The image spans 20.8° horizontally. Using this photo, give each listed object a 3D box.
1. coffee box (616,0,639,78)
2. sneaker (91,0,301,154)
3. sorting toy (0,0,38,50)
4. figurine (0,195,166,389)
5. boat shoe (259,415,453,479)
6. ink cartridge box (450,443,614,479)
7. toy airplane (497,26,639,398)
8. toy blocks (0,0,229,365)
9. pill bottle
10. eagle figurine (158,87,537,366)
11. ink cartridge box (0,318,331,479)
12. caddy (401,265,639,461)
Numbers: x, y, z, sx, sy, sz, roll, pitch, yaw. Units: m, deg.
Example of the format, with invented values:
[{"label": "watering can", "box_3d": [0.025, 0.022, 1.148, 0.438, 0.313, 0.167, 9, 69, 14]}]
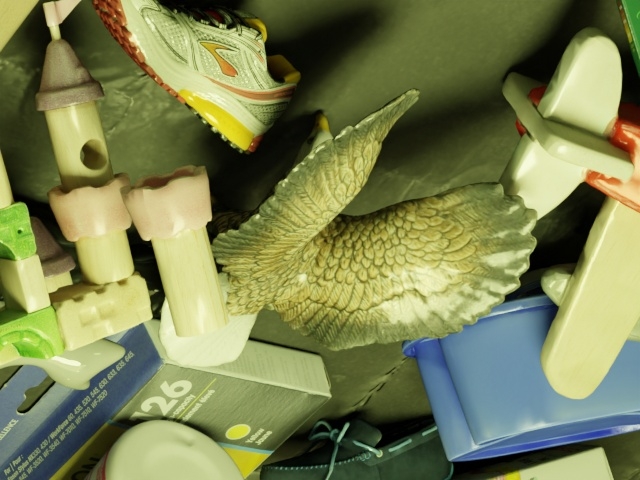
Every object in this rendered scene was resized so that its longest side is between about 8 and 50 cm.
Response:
[{"label": "coffee box", "box_3d": [0.302, -0.194, 1.434, 0.113, 0.184, 0.040, -18, 178, 1]}, {"label": "sneaker", "box_3d": [-0.100, -0.162, 1.398, 0.093, 0.088, 0.225, -47, 140, 5]}, {"label": "sorting toy", "box_3d": [-0.328, -0.172, 1.314, 0.208, 0.038, 0.193, 11, 136, -41]}, {"label": "figurine", "box_3d": [-0.247, 0.064, 1.613, 0.209, 0.092, 0.215, 15, 134, -38]}, {"label": "boat shoe", "box_3d": [0.036, 0.241, 1.977, 0.258, 0.089, 0.109, -3, -175, -43]}, {"label": "ink cartridge box", "box_3d": [0.204, 0.331, 2.077, 0.278, 0.117, 0.201, -15, 176, -4]}, {"label": "toy airplane", "box_3d": [0.338, -0.066, 1.588, 0.386, 0.272, 0.384, -18, 108, 15]}, {"label": "toy blocks", "box_3d": [-0.276, -0.025, 1.314, 0.288, 0.260, 0.309, -21, -167, -34]}, {"label": "pill bottle", "box_3d": [-0.208, 0.326, 1.809, 0.160, 0.160, 0.283, 11, 135, -34]}, {"label": "eagle figurine", "box_3d": [0.000, -0.011, 1.507, 0.298, 0.225, 0.226, -1, -168, 44]}, {"label": "ink cartridge box", "box_3d": [-0.195, 0.202, 1.842, 0.307, 0.072, 0.303, 14, 134, -39]}, {"label": "caddy", "box_3d": [0.257, 0.114, 1.831, 0.341, 0.179, 0.241, -8, 167, -13]}]
